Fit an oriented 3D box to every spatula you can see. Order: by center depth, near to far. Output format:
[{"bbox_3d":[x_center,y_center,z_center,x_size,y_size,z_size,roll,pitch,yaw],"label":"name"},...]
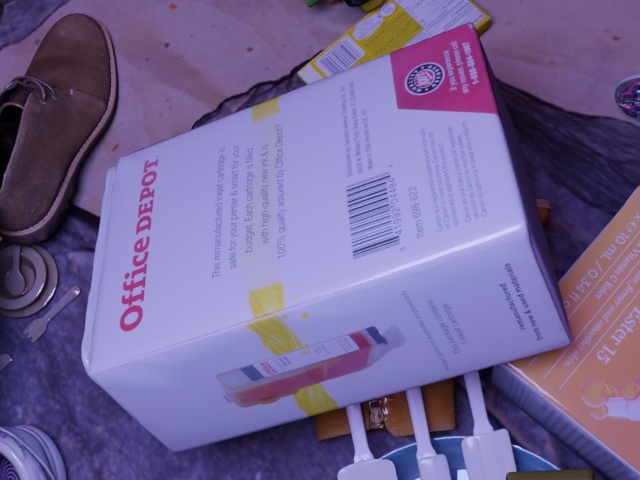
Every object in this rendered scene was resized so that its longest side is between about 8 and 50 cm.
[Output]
[{"bbox_3d":[0.089,0.162,0.953,0.168,0.019,0.242,-13,84,4],"label":"spatula"}]

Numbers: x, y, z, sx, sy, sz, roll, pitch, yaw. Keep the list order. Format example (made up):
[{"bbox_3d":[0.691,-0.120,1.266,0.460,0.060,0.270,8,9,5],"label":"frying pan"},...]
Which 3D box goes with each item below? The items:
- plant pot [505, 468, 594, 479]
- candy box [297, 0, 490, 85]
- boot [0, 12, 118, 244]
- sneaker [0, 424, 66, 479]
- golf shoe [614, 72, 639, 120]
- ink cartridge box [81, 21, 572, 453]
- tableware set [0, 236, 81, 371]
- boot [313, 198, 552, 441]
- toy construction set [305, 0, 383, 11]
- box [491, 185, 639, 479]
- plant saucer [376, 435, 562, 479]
[{"bbox_3d":[0.209,0.251,0.887,0.081,0.083,0.081,-5,82,11],"label":"plant pot"},{"bbox_3d":[0.084,-0.219,1.139,0.206,0.027,0.105,-40,72,-4],"label":"candy box"},{"bbox_3d":[-0.309,-0.154,1.121,0.112,0.115,0.305,4,61,11],"label":"boot"},{"bbox_3d":[-0.296,0.326,0.968,0.114,0.152,0.305,-21,73,-1],"label":"sneaker"},{"bbox_3d":[0.409,-0.172,1.066,0.186,0.067,0.086,-5,44,9],"label":"golf shoe"},{"bbox_3d":[0.000,0.000,0.910,0.385,0.160,0.279,-18,44,15],"label":"ink cartridge box"},{"bbox_3d":[-0.379,0.080,1.112,0.128,0.039,0.194,42,83,17],"label":"tableware set"},{"bbox_3d":[0.117,0.087,1.015,0.295,0.104,0.211,-16,77,9],"label":"boot"},{"bbox_3d":[0.027,-0.407,1.123,0.237,0.257,0.309,-38,45,14],"label":"toy construction set"},{"bbox_3d":[0.359,0.151,0.915,0.345,0.168,0.215,38,82,16],"label":"box"},{"bbox_3d":[0.136,0.347,0.943,0.318,0.043,0.317,-4,69,10],"label":"plant saucer"}]
